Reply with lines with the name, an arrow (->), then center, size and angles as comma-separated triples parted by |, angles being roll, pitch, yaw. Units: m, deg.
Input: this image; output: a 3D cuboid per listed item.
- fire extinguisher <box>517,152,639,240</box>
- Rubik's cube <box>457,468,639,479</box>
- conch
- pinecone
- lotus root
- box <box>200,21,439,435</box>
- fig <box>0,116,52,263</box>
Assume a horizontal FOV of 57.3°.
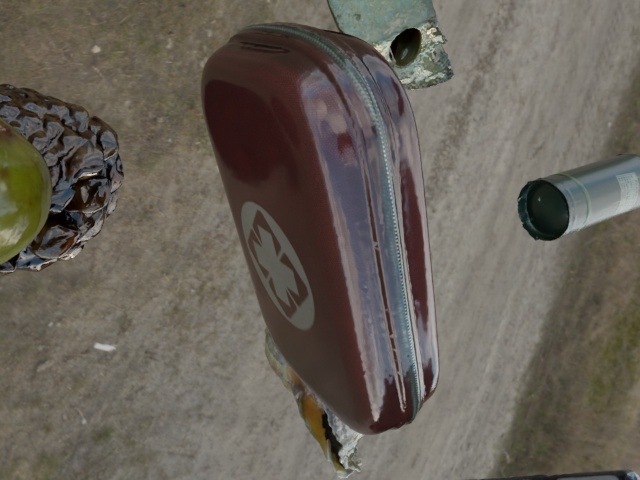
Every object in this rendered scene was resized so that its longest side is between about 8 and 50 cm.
fire extinguisher -> 0.426, -0.076, 0.883 | 0.294, 0.093, 0.118 | -17, 121, -29
Rubik's cube -> 0.259, 0.465, 0.627 | 0.305, 0.304, 0.301 | 49, 47, -13
conch -> 0.028, 0.219, 1.053 | 0.210, 0.352, 0.297 | -31, 148, -10
pinecone -> -0.405, -0.077, 0.757 | 0.298, 0.296, 0.242 | 1, 96, -10
lotus root -> 0.086, -0.377, 0.876 | 0.210, 0.142, 0.314 | 34, 41, -64
box -> 0.000, 0.000, 0.566 | 0.108, 0.263, 0.403 | -25, 121, -23
fig -> -0.317, -0.030, 0.462 | 0.186, 0.148, 0.142 | -45, 150, -10
